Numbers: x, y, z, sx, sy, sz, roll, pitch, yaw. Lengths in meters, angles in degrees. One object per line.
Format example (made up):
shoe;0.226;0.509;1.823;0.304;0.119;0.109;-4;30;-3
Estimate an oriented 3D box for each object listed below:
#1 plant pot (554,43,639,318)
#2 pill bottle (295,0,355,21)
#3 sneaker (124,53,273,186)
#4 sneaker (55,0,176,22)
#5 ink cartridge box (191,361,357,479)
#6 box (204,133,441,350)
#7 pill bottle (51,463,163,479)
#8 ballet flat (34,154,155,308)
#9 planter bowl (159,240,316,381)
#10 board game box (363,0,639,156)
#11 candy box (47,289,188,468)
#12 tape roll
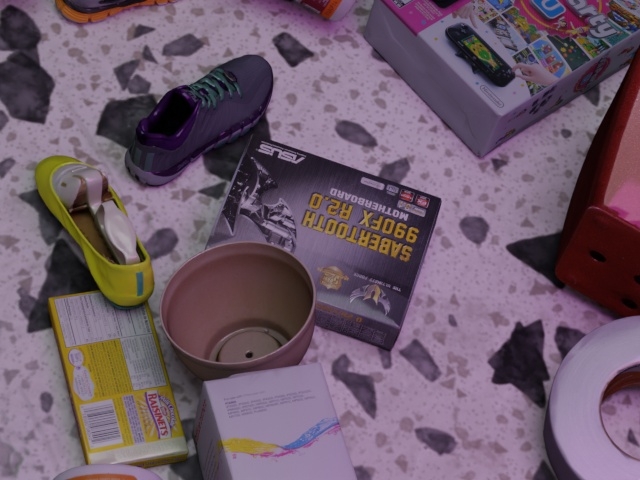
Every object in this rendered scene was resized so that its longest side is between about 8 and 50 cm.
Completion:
plant pot;0.404;-0.040;1.951;0.267;0.267;0.235;30;63;8
pill bottle;-0.045;-0.363;2.116;0.221;0.121;0.121;28;57;-8
sneaker;-0.127;-0.153;2.010;0.083;0.098;0.224;38;60;13
sneaker;-0.213;-0.328;2.111;0.215;0.083;0.084;-28;66;-26
ink cartridge box;-0.045;0.231;1.773;0.127;0.128;0.176;-10;62;-16
box;0.000;0.000;1.965;0.231;0.056;0.183;19;57;2
pill bottle;-0.205;0.331;1.686;0.121;0.121;0.216;3;58;-9
ballet flat;-0.239;-0.029;1.909;0.077;0.077;0.231;-19;56;-23
planter bowl;-0.079;0.095;1.849;0.162;0.109;0.162;-4;50;5
board game box;0.241;-0.266;2.151;0.303;0.097;0.224;-32;69;-27
candy box;-0.213;0.143;1.854;0.105;0.027;0.206;-7;60;-19
tape roll;0.348;0.193;1.878;0.219;0.072;0.219;-1;64;1
